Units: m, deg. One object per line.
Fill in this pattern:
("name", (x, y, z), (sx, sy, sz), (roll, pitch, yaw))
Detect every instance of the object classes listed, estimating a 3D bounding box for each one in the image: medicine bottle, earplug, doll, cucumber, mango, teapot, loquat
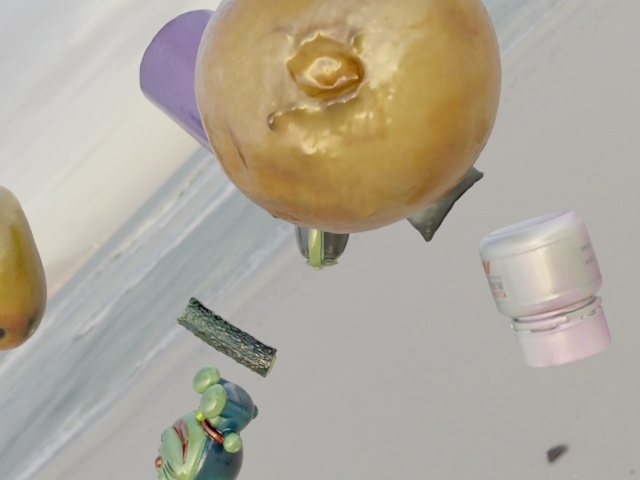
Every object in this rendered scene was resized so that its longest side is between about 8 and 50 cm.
("medicine bottle", (0.533, 0.112, 1.965), (0.256, 0.325, 0.256), (-18, 3, 1))
("earplug", (-0.109, -0.207, 1.489), (0.215, 0.456, 0.215), (-37, -26, -21))
("doll", (-0.250, 0.450, 1.860), (0.322, 0.186, 0.198), (-58, 30, 19))
("cucumber", (-0.156, 0.164, 1.396), (0.058, 0.187, 0.058), (-52, -19, -25))
("mango", (-0.582, 0.039, 1.486), (0.172, 0.317, 0.211), (-7, -19, -15))
("teapot", (-0.007, 0.000, 1.307), (0.092, 0.091, 0.124), (1, 1, 35))
("loquat", (0.030, -0.163, 0.876), (0.328, 0.328, 0.328), (-43, 10, 10))

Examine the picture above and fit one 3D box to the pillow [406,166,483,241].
("pillow", (0.183, -0.138, 1.635), (0.186, 0.250, 0.106), (-52, 15, -3))
